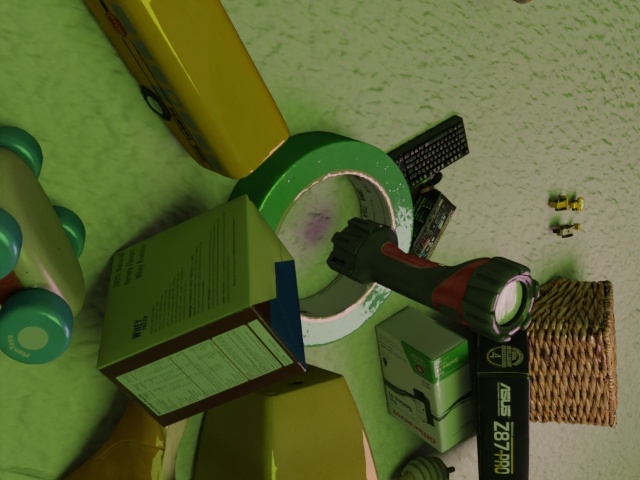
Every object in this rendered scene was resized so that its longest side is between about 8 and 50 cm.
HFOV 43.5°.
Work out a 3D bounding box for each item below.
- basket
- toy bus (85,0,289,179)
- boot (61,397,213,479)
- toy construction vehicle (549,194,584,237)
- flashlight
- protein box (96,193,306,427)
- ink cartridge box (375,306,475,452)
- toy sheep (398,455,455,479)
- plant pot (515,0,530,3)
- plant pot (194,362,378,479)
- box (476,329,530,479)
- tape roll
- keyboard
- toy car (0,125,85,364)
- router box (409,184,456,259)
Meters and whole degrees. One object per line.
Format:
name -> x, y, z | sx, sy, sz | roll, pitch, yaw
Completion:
basket -> 0.519, 0.230, 1.726 | 0.213, 0.223, 0.299 | -64, 144, -48
toy bus -> -0.169, -0.233, 0.938 | 0.108, 0.130, 0.332 | -44, 130, -18
boot -> -0.270, 0.283, 1.070 | 0.211, 0.295, 0.104 | -25, 166, 12
toy construction vehicle -> 0.501, -0.052, 1.642 | 0.098, 0.035, 0.086 | -14, 105, -38
flashlight -> 0.145, 0.038, 1.087 | 0.103, 0.304, 0.103 | 2, 105, -40
protein box -> -0.143, 0.086, 0.989 | 0.201, 0.200, 0.136 | -23, 130, 13
ink cartridge box -> 0.186, 0.245, 1.412 | 0.087, 0.153, 0.208 | -27, 122, -26
toy sheep -> 0.206, 0.463, 1.564 | 0.132, 0.091, 0.091 | -12, 115, -30
plant pot -> 0.342, -0.479, 1.239 | 0.188, 0.205, 0.205 | -45, 132, 4
plant pot -> -0.057, 0.292, 1.208 | 0.212, 0.212, 0.187 | -8, 99, -38
box -> 0.339, 0.310, 1.493 | 0.318, 0.097, 0.395 | -70, 156, -61
tape roll -> 0.000, 0.000, 1.211 | 0.321, 0.077, 0.321 | -17, 118, -35
keyboard -> 0.183, -0.128, 1.349 | 0.180, 0.023, 0.108 | -31, 125, -26
toy car -> -0.394, 0.027, 0.847 | 0.238, 0.219, 0.210 | -20, 123, 0
router box -> 0.176, -0.023, 1.356 | 0.122, 0.038, 0.092 | -61, 150, -1
